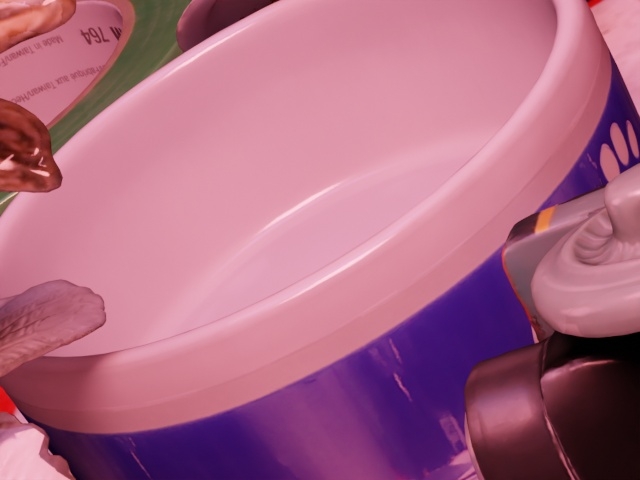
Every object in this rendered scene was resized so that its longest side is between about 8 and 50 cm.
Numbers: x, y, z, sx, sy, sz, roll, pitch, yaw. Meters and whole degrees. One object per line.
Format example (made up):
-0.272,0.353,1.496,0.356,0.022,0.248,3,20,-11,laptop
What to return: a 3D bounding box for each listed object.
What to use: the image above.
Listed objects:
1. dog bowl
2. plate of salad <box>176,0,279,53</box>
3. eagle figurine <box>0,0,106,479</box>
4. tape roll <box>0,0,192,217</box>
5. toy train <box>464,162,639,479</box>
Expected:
0.000,0.000,0.744,0.265,0.104,0.265,-25,27,13,dog bowl
0.032,-0.111,0.893,0.200,0.048,0.200,-16,-12,-4,plate of salad
-0.169,0.095,0.532,0.226,0.225,0.298,139,135,-70,eagle figurine
-0.185,-0.038,1.045,0.321,0.077,0.321,-25,25,13,tape roll
0.200,-0.009,0.526,0.334,0.142,0.190,-22,15,21,toy train
